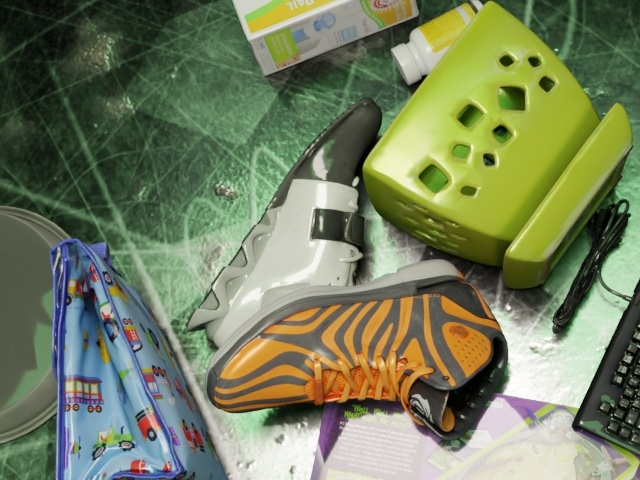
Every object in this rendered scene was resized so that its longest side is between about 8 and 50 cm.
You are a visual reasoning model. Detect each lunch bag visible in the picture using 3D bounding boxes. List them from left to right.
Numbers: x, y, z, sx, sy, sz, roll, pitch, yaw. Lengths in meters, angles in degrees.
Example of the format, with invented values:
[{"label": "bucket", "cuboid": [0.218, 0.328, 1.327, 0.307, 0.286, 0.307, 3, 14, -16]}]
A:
[{"label": "lunch bag", "cuboid": [-0.210, 0.136, 1.464, 0.138, 0.221, 0.293, -16, 73, 5]}]

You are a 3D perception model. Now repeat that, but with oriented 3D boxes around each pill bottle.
[{"label": "pill bottle", "cuboid": [0.144, -0.228, 1.591, 0.116, 0.065, 0.065, -27, 72, 0]}]

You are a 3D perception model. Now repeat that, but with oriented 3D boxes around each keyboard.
[{"label": "keyboard", "cuboid": [0.353, 0.069, 1.468, 0.201, 0.033, 0.317, 23, 70, 17]}]

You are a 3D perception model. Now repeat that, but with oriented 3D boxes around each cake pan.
[{"label": "cake pan", "cuboid": [-0.405, 0.092, 1.597, 0.293, 0.054, 0.293, -3, 74, 9]}]

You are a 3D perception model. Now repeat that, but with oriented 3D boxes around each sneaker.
[{"label": "sneaker", "cuboid": [0.000, 0.000, 1.534, 0.146, 0.122, 0.330, 32, 87, 5]}, {"label": "sneaker", "cuboid": [0.052, 0.133, 1.410, 0.321, 0.124, 0.180, -21, 47, -17]}]

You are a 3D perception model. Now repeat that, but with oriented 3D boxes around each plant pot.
[{"label": "plant pot", "cuboid": [0.198, -0.081, 1.460, 0.207, 0.228, 0.227, 36, 85, 12]}]

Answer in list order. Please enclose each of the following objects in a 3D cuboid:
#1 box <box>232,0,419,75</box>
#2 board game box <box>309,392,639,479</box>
[{"label": "box", "cuboid": [0.002, -0.293, 1.607, 0.203, 0.114, 0.103, -21, 73, 2]}, {"label": "board game box", "cuboid": [0.162, 0.263, 1.462, 0.347, 0.056, 0.208, 10, 80, 12]}]
